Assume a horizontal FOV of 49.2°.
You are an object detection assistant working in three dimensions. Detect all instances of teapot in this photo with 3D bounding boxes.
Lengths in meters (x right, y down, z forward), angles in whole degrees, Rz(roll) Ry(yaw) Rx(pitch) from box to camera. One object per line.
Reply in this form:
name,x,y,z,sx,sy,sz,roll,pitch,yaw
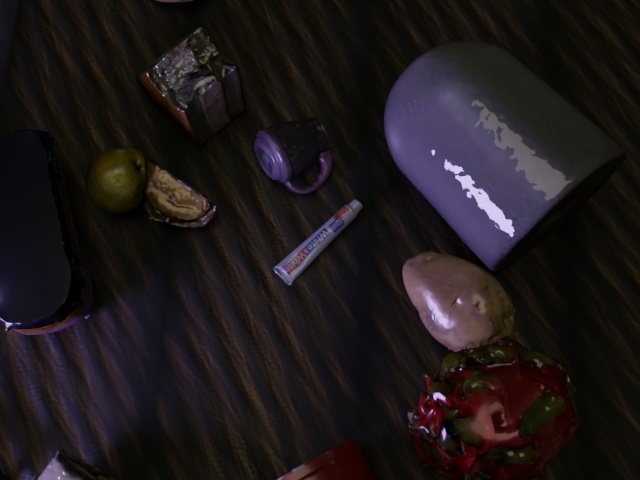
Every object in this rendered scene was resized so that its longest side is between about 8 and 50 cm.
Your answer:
teapot,-0.042,-0.180,1.410,0.146,0.116,0.148,-29,69,-19

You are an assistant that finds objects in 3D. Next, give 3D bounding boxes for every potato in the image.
potato,0.257,0.111,1.286,0.161,0.128,0.234,-31,75,12

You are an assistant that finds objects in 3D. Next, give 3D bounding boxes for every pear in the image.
pear,-0.409,-0.121,1.373,0.104,0.141,0.141,9,66,-38

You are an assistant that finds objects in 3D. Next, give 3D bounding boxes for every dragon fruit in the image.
dragon fruit,0.296,0.291,1.177,0.303,0.231,0.237,-26,54,-9

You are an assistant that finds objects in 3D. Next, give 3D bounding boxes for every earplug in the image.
earplug,0.302,-0.178,1.302,0.313,0.312,0.394,-38,72,-11

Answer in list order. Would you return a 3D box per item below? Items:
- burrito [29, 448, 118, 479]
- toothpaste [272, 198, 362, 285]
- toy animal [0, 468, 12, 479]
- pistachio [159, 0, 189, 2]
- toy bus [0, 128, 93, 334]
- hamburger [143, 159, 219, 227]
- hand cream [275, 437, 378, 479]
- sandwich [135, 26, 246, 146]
burrito,-0.465,0.527,1.163,0.190,0.135,0.332,32,78,20
toothpaste,0.000,0.000,1.390,0.218,0.033,0.052,-44,71,-8
toy animal,-0.686,0.386,1.203,0.343,0.168,0.106,19,70,-5
pistachio,-0.341,-0.607,1.565,0.200,0.117,0.145,39,114,6
toy bus,-0.536,-0.003,1.330,0.171,0.162,0.386,-19,71,-3
hamburger,-0.296,-0.075,1.398,0.176,0.087,0.102,34,92,1
hand cream,-0.004,0.438,1.138,0.230,0.230,0.149,-26,71,-7
sandwich,-0.281,-0.345,1.424,0.155,0.198,0.227,-42,76,-12
